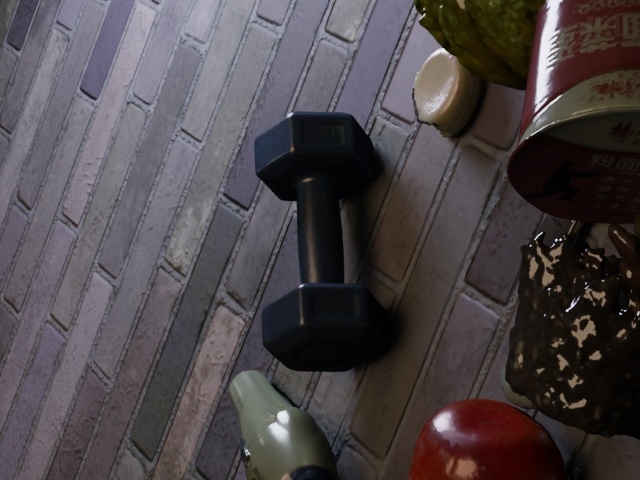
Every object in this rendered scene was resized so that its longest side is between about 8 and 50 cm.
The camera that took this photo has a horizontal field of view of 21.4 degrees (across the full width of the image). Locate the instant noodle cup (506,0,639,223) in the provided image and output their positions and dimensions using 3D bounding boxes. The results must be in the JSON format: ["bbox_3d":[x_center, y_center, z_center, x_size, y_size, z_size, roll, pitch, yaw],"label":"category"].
[{"bbox_3d":[0.300,-0.143,1.678,0.234,0.234,0.179,-29,50,47],"label":"instant noodle cup"}]

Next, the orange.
[{"bbox_3d":[0.232,-0.317,1.857,0.301,0.223,0.300,-61,41,18],"label":"orange"}]

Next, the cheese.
[{"bbox_3d":[0.159,-0.211,2.070,0.092,0.047,0.171,-12,68,51],"label":"cheese"}]

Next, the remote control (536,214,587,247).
[{"bbox_3d":[0.299,-0.079,1.832,0.212,0.028,0.059,-62,32,18],"label":"remote control"}]

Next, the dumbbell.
[{"bbox_3d":[0.000,0.000,2.130,0.144,0.160,0.325,-14,63,19],"label":"dumbbell"}]

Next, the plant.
[{"bbox_3d":[0.288,0.073,1.649,0.204,0.178,0.234,39,115,55],"label":"plant"}]

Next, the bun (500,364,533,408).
[{"bbox_3d":[0.228,0.144,1.802,0.083,0.083,0.045,43,154,54],"label":"bun"}]

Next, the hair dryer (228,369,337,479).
[{"bbox_3d":[-0.077,0.302,2.180,0.296,0.119,0.298,-105,31,-46],"label":"hair dryer"}]

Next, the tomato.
[{"bbox_3d":[0.170,0.258,1.774,0.187,0.151,0.187,-17,67,48],"label":"tomato"}]
